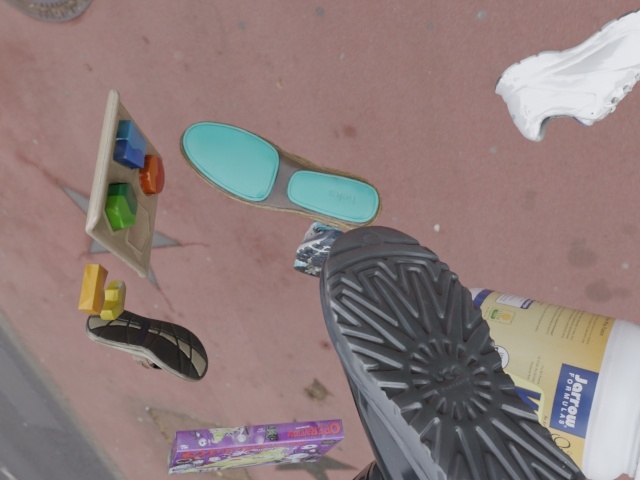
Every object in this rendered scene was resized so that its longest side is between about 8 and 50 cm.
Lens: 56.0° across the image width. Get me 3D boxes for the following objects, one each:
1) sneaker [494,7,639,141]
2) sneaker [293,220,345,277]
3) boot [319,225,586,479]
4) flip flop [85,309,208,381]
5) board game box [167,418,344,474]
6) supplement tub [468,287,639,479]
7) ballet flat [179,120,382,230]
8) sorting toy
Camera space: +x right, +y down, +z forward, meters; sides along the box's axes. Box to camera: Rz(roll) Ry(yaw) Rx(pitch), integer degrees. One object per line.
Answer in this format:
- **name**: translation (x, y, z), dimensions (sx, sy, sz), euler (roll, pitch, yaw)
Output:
- **sneaker**: translation (0.418, -0.244, 0.891), dimensions (0.297, 0.111, 0.130), euler (-22, 81, 29)
- **sneaker**: translation (0.000, 0.000, 1.351), dimensions (0.110, 0.122, 0.283), euler (16, 165, -11)
- **boot**: translation (0.055, 0.261, 0.655), dimensions (0.445, 0.146, 0.367), euler (108, 146, -45)
- **flip flop**: translation (-0.375, 0.231, 1.308), dimensions (0.276, 0.112, 0.080), euler (21, 133, -8)
- **board game box**: translation (-0.144, 0.444, 1.292), dimensions (0.346, 0.056, 0.208), euler (2, 143, -18)
- **supplement tub**: translation (0.345, 0.210, 0.888), dimensions (0.316, 0.228, 0.229), euler (12, 132, 31)
- **ballet flat**: translation (-0.064, -0.097, 0.999), dimensions (0.342, 0.116, 0.124), euler (17, 173, -2)
- **sorting toy**: translation (-0.278, -0.030, 0.879), dimensions (0.041, 0.308, 0.229), euler (0, 159, 3)
